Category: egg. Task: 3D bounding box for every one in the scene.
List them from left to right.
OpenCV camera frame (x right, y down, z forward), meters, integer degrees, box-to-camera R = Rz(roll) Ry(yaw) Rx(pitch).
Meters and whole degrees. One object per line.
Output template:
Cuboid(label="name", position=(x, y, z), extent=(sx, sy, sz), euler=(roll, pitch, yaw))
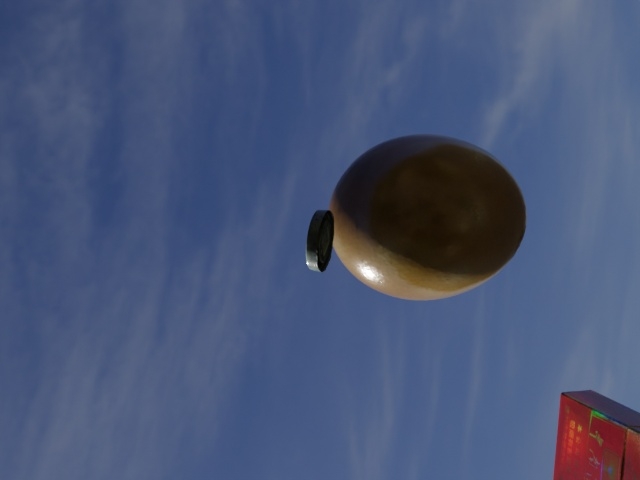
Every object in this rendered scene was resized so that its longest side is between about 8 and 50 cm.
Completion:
Cuboid(label="egg", position=(0.184, -0.039, 2.014), extent=(0.351, 0.282, 0.283), euler=(2, -84, -23))

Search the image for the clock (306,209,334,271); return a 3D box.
Cuboid(label="clock", position=(0.000, 0.000, 1.575), extent=(0.085, 0.017, 0.085), euler=(7, -90, -75))

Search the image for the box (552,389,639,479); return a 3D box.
Cuboid(label="box", position=(0.316, 0.236, 1.255), extent=(0.048, 0.175, 0.112), euler=(0, -81, -24))
